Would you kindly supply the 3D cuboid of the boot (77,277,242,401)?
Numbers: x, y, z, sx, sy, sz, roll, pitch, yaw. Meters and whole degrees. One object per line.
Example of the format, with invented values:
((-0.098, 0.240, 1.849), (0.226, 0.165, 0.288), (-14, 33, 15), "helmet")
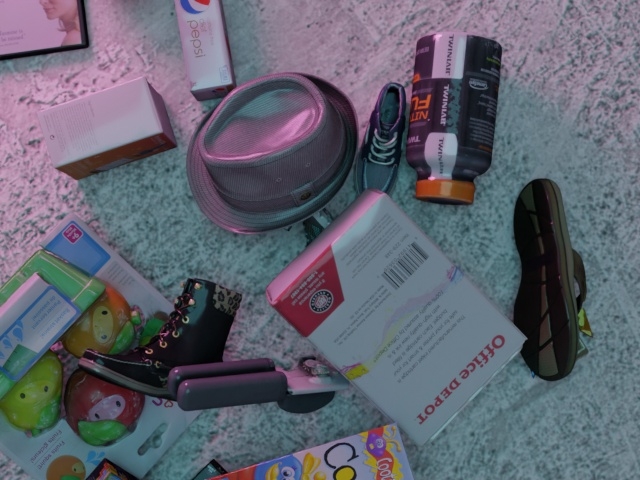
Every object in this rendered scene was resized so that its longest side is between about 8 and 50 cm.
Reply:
((-0.221, 0.132, 1.502), (0.236, 0.085, 0.178), (22, 81, -41), "boot")

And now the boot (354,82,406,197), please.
((0.091, -0.143, 1.597), (0.069, 0.086, 0.190), (8, 86, 3), "boot")

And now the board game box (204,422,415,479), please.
((-0.004, 0.372, 1.471), (0.275, 0.144, 0.142), (-17, 69, -3), "board game box")

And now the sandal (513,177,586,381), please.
((0.352, 0.056, 1.564), (0.086, 0.120, 0.302), (6, 79, -30), "sandal")

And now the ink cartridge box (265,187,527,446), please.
((0.105, 0.107, 1.520), (0.226, 0.131, 0.306), (-44, 103, -1), "ink cartridge box")

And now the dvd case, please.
((-0.470, -0.417, 1.672), (0.180, 0.022, 0.253), (-8, 85, 2), "dvd case")

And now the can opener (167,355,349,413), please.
((-0.082, 0.214, 1.506), (0.280, 0.074, 0.093), (3, 110, -33), "can opener")

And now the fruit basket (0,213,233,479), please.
((-0.349, 0.192, 1.547), (0.353, 0.165, 0.327), (44, 79, -5), "fruit basket")

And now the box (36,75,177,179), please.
((-0.318, -0.166, 1.593), (0.171, 0.130, 0.091), (-18, 84, 1), "box")

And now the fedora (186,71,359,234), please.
((-0.082, -0.146, 1.526), (0.275, 0.124, 0.243), (-20, 70, 6), "fedora")

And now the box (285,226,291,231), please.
((-0.069, -0.129, 1.627), (0.145, 0.038, 0.186), (27, 88, 3), "box")

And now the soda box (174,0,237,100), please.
((-0.181, -0.330, 1.628), (0.069, 0.074, 0.216), (-10, 85, 1), "soda box")

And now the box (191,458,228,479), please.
((-0.171, 0.380, 1.582), (0.062, 0.052, 0.083), (45, 87, 3), "box")

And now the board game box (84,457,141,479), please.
((-0.295, 0.420, 1.545), (0.141, 0.048, 0.170), (-48, 120, -1), "board game box")

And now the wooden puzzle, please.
((0.361, 0.156, 1.601), (0.116, 0.014, 0.078), (-25, 81, 0), "wooden puzzle")

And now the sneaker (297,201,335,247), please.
((0.000, 0.000, 1.591), (0.076, 0.065, 0.166), (-42, 101, 10), "sneaker")

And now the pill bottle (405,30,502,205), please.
((0.196, -0.177, 1.574), (0.130, 0.130, 0.245), (6, 85, 3), "pill bottle")
